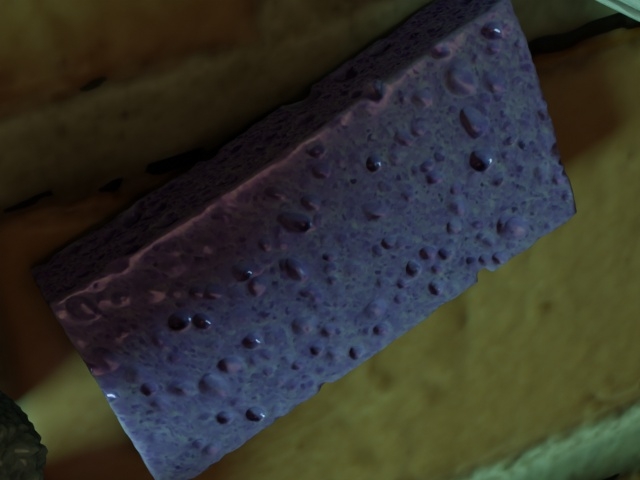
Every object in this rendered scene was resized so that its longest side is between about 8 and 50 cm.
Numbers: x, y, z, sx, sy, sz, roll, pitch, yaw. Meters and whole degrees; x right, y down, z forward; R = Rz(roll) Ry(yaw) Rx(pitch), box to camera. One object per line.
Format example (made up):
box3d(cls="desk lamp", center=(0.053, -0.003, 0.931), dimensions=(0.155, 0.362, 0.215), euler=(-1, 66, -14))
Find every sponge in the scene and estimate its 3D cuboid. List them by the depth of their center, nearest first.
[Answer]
box3d(cls="sponge", center=(0.000, 0.000, 0.651), dimensions=(0.210, 0.031, 0.117), euler=(-34, 133, -9))

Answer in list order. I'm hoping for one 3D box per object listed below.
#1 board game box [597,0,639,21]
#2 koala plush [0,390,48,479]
box3d(cls="board game box", center=(0.158, -0.229, 0.584), dimensions=(0.193, 0.053, 0.305), euler=(17, 109, -39))
box3d(cls="koala plush", center=(-0.181, 0.128, 0.487), dimensions=(0.196, 0.221, 0.203), euler=(-47, 133, 4))
